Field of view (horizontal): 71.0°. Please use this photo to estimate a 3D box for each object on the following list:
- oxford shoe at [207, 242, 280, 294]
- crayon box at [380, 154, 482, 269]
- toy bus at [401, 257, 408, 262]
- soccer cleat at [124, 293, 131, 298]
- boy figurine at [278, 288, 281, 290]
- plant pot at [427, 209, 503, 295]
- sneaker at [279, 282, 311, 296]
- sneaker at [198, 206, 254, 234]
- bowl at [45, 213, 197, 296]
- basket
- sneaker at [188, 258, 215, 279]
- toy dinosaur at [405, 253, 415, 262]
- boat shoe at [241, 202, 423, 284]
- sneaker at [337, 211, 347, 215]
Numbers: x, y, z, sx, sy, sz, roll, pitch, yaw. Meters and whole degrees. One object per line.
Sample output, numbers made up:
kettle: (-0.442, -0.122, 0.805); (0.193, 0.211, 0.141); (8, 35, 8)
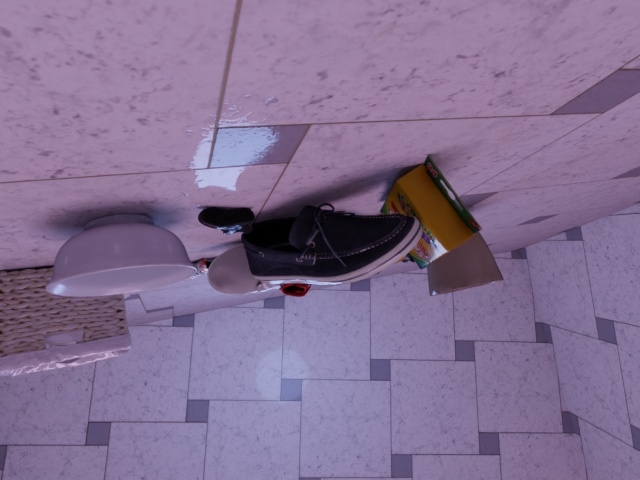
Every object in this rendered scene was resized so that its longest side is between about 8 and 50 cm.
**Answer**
oxford shoe: (-0.125, 0.074, 1.341); (0.448, 0.169, 0.130); (-7, -172, 3)
crayon box: (0.252, -0.054, 1.092); (0.081, 0.202, 0.318); (-32, 170, -8)
toy bus: (0.240, 0.042, 1.734); (0.108, 0.130, 0.332); (-6, 167, -30)
soccer cleat: (-0.659, 0.149, 1.515); (0.196, 0.068, 0.076); (-28, 156, 33)
boy figurine: (-0.158, 0.083, 1.474); (0.284, 0.177, 0.092); (-2, -161, 13)
plant pot: (0.483, 0.038, 1.602); (0.256, 0.274, 0.256); (-12, 169, -2)
sneaker: (-0.008, 0.091, 1.207); (0.221, 0.087, 0.128); (-26, -151, 9)
sneaker: (-0.223, -0.041, 1.060); (0.170, 0.051, 0.089); (-6, 163, -42)
bowl: (-0.427, 0.027, 0.972); (0.297, 0.134, 0.298); (-11, 169, -2)
basket: (-0.743, 0.230, 1.300); (0.328, 0.267, 0.331); (-6, 168, -29)
sneaker: (-0.412, 0.089, 1.520); (0.161, 0.057, 0.075); (-8, 151, -14)
toy dinosaur: (0.187, -0.009, 1.430); (0.218, 0.165, 0.322); (0, -163, 28)
boat shoe: (0.000, 0.000, 1.093); (0.499, 0.156, 0.187); (-8, -147, 35)
sneaker: (0.049, -0.024, 1.331); (0.058, 0.085, 0.152); (-8, 168, -20)
